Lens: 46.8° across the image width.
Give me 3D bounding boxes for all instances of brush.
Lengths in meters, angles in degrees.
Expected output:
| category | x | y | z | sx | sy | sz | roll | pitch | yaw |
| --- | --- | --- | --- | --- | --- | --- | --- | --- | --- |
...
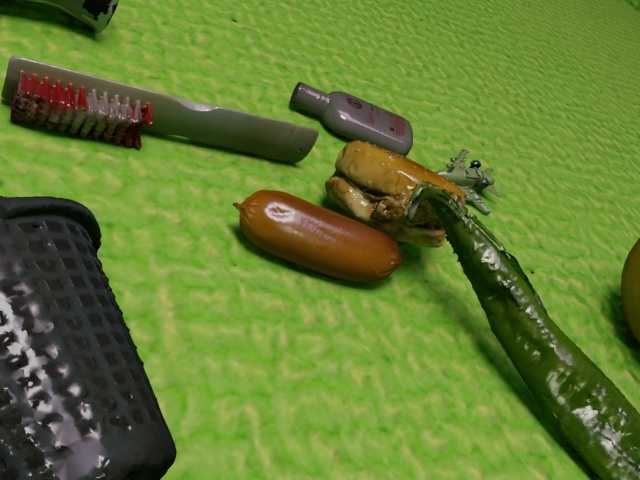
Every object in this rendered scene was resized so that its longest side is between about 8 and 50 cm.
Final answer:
| category | x | y | z | sx | sy | sz | roll | pitch | yaw |
| --- | --- | --- | --- | --- | --- | --- | --- | --- | --- |
| brush | -0.150 | -0.116 | 0.750 | 0.321 | 0.060 | 0.050 | 8 | 53 | -29 |

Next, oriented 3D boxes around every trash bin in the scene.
| category | x | y | z | sx | sy | sz | roll | pitch | yaw |
| --- | --- | --- | --- | --- | --- | --- | --- | --- | --- |
| trash bin | -0.166 | 0.088 | 0.408 | 0.175 | 0.175 | 0.161 | -21 | 71 | -49 |

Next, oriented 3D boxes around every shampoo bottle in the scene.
| category | x | y | z | sx | sy | sz | roll | pitch | yaw |
| --- | --- | --- | --- | --- | --- | --- | --- | --- | --- |
| shampoo bottle | 0.041 | -0.161 | 0.960 | 0.165 | 0.040 | 0.080 | 21 | 38 | -16 |

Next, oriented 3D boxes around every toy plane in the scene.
| category | x | y | z | sx | sy | sz | roll | pitch | yaw |
| --- | --- | --- | --- | --- | --- | --- | --- | --- | --- |
| toy plane | 0.193 | -0.082 | 0.978 | 0.111 | 0.040 | 0.102 | 7 | 52 | -34 |

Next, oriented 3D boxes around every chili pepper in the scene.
| category | x | y | z | sx | sy | sz | roll | pitch | yaw |
| --- | --- | --- | --- | --- | --- | --- | --- | --- | --- |
| chili pepper | 0.200 | 0.091 | 0.699 | 0.085 | 0.076 | 0.359 | -36 | 84 | -25 |

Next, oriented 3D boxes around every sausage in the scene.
| category | x | y | z | sx | sy | sz | roll | pitch | yaw |
| --- | --- | --- | --- | --- | --- | --- | --- | --- | --- |
| sausage | 0.000 | 0.000 | 0.714 | 0.183 | 0.062 | 0.054 | 23 | 18 | -15 |

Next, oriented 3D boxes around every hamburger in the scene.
| category | x | y | z | sx | sy | sz | roll | pitch | yaw |
| --- | --- | --- | --- | --- | --- | --- | --- | --- | --- |
| hamburger | 0.077 | -0.052 | 0.791 | 0.138 | 0.083 | 0.147 | 12 | 17 | -34 |

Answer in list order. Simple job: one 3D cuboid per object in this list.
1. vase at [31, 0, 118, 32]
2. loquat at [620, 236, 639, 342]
| category | x | y | z | sx | sy | sz | roll | pitch | yaw |
| --- | --- | --- | --- | --- | --- | --- | --- | --- | --- |
| vase | -0.389 | -0.325 | 0.755 | 0.360 | 0.165 | 0.165 | 11 | 39 | -32 |
| loquat | 0.470 | 0.065 | 0.857 | 0.243 | 0.244 | 0.244 | 20 | 36 | -15 |
